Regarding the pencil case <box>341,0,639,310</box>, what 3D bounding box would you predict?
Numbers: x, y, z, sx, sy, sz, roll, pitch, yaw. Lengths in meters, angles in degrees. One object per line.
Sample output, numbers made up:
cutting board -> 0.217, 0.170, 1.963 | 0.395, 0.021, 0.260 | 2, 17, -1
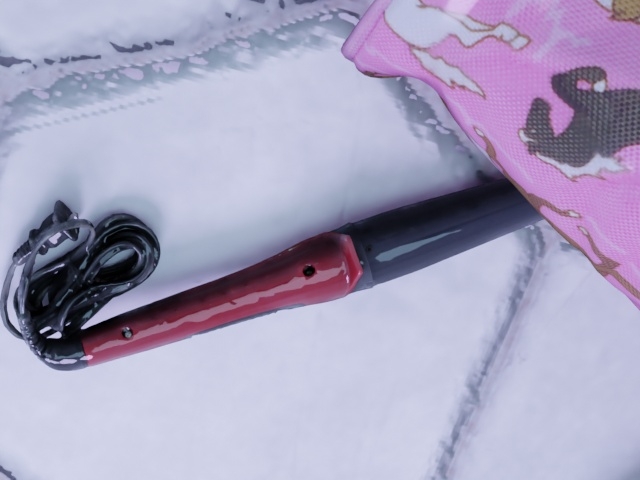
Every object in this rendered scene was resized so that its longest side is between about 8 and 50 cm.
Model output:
pencil case -> 0.183, 0.006, 0.519 | 0.386, 0.160, 0.167 | 46, 137, 1

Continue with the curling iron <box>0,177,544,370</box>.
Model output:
curling iron -> 0.000, 0.000, 0.619 | 0.274, 0.035, 0.068 | -11, 115, -6
